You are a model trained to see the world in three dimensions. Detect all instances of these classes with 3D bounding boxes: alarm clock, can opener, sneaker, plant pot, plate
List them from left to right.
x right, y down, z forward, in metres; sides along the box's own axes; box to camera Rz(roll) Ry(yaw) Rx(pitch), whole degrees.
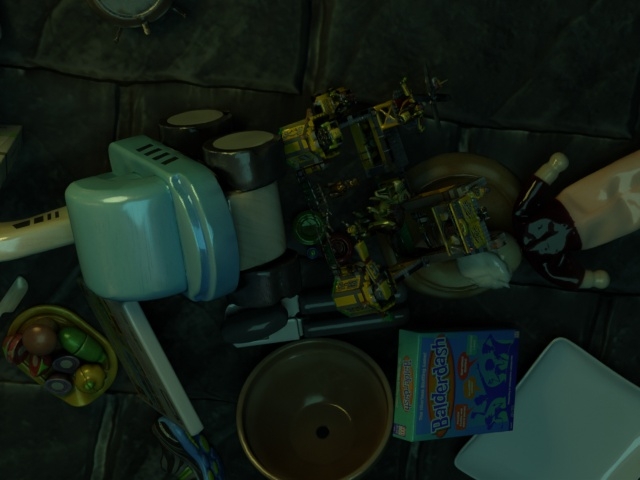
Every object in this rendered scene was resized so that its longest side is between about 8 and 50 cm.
[{"bbox_3d":[-0.263,-0.368,1.586,0.129,0.064,0.192,-20,108,4],"label":"alarm clock"},{"bbox_3d":[-0.209,0.349,1.869,0.078,0.067,0.188,-14,115,25],"label":"sneaker"},{"bbox_3d":[-0.007,0.119,1.768,0.284,0.095,0.076,-7,112,2],"label":"can opener"},{"bbox_3d":[-0.002,0.275,1.796,0.237,0.237,0.109,-15,152,2],"label":"plant pot"},{"bbox_3d":[0.203,-0.014,1.766,0.236,0.032,0.236,-1,111,-3],"label":"plant pot"},{"bbox_3d":[0.396,0.314,1.898,0.278,0.045,0.277,32,106,-15],"label":"plate"}]

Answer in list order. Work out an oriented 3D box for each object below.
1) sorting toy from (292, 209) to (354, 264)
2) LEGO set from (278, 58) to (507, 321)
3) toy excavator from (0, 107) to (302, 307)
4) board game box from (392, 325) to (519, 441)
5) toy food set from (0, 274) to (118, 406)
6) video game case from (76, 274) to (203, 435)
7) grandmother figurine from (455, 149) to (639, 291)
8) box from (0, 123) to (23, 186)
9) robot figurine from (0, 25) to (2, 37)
[{"bbox_3d":[0.000,0.000,1.758,0.102,0.042,0.061,38,89,-4],"label":"sorting toy"},{"bbox_3d":[0.111,-0.067,1.593,0.192,0.255,0.331,-14,91,43],"label":"LEGO set"},{"bbox_3d":[-0.308,-0.025,1.607,0.445,0.433,0.222,-18,114,-27],"label":"toy excavator"},{"bbox_3d":[0.205,0.210,1.768,0.210,0.047,0.160,1,94,-37],"label":"board game box"},{"bbox_3d":[-0.405,0.170,1.775,0.218,0.071,0.128,40,103,-16],"label":"toy food set"},{"bbox_3d":[-0.263,0.161,1.717,0.026,0.206,0.227,-33,112,-21],"label":"video game case"},{"bbox_3d":[0.359,-0.021,1.720,0.342,0.104,0.207,-23,87,-1],"label":"grandmother figurine"},{"bbox_3d":[-0.488,-0.118,1.597,0.145,0.186,0.038,4,111,-5],"label":"box"},{"bbox_3d":[-0.553,-0.291,1.502,0.300,0.200,0.353,-17,104,-35],"label":"robot figurine"}]
